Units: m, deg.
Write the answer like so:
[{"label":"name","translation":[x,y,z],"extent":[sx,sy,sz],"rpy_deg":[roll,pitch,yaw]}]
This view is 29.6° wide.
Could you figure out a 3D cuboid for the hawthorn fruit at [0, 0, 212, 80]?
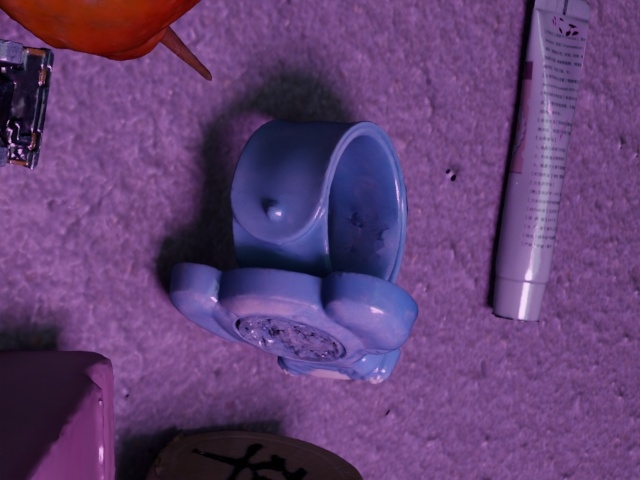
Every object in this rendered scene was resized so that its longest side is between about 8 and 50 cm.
[{"label":"hawthorn fruit","translation":[-0.146,-0.215,0.805],"extent":[0.210,0.210,0.262],"rpy_deg":[-37,128,-26]}]

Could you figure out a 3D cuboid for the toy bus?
[{"label":"toy bus","translation":[-0.279,-0.102,0.789],"extent":[0.182,0.103,0.091],"rpy_deg":[4,100,-45]}]

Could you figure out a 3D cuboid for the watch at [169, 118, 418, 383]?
[{"label":"watch","translation":[0.000,0.000,1.011],"extent":[0.211,0.211,0.193],"rpy_deg":[34,61,-39]}]

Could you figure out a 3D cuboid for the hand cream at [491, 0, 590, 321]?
[{"label":"hand cream","translation":[0.225,-0.082,1.227],"extent":[0.085,0.058,0.331],"rpy_deg":[3,99,-37]}]

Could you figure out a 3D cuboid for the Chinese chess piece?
[{"label":"Chinese chess piece","translation":[-0.053,0.219,0.999],"extent":[0.188,0.188,0.083],"rpy_deg":[-1,103,-38]}]

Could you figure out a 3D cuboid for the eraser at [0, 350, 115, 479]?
[{"label":"eraser","translation":[-0.217,0.287,0.839],"extent":[0.122,0.272,0.359],"rpy_deg":[0,103,2]}]
